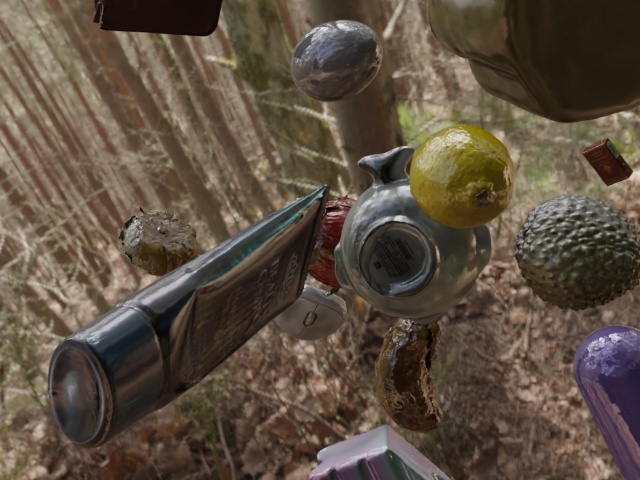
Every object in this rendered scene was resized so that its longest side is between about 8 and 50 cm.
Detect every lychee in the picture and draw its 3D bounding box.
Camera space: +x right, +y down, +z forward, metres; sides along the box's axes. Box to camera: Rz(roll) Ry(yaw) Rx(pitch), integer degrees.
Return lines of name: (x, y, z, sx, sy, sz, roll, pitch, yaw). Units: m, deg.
lychee: (0.550, 0.025, 1.701, 0.274, 0.255, 0.255, 3, 41, 49)

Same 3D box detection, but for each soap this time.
soap: (0.138, 0.466, 1.277, 0.193, 0.324, 0.109, -24, 4, 13)

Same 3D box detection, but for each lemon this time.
lemon: (0.147, -0.066, 0.832, 0.109, 0.109, 0.133, -17, 27, 2)

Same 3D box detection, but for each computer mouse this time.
computer mouse: (-0.041, 0.195, 2.093, 0.184, 0.297, 0.121, 25, 77, -10)

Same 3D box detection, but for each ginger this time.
ginger: (0.210, 0.321, 1.939, 0.172, 0.321, 0.165, 5, 23, 22)

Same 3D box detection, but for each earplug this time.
earplug: (0.651, 0.372, 1.542, 0.215, 0.456, 0.215, -29, -1, 0)

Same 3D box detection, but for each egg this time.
egg: (0.030, -0.336, 1.497, 0.198, 0.146, 0.146, -8, 35, 46)

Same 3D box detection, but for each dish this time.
dish: (0.106, 0.004, 1.057, 0.224, 0.246, 0.078, -14, 6, 21)

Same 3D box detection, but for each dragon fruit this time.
dragon fruit: (0.001, -0.004, 1.882, 0.224, 0.148, 0.218, -50, 45, 32)

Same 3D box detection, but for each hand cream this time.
hand cream: (-0.077, 0.046, 0.584, 0.061, 0.120, 0.270, 27, 33, 20)

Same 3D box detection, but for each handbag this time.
handbag: (-0.317, -0.544, 1.618, 0.275, 0.260, 0.084, -8, 43, -37)

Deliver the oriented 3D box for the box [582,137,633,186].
box: (0.524, -0.142, 1.457, 0.023, 0.082, 0.051, -46, 11, -33)

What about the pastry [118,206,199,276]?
pastry: (-0.302, 0.008, 1.511, 0.081, 0.153, 0.153, -53, 29, 27)

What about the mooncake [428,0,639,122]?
mooncake: (0.311, -0.338, 0.988, 0.378, 0.378, 0.201, -30, 31, -14)
